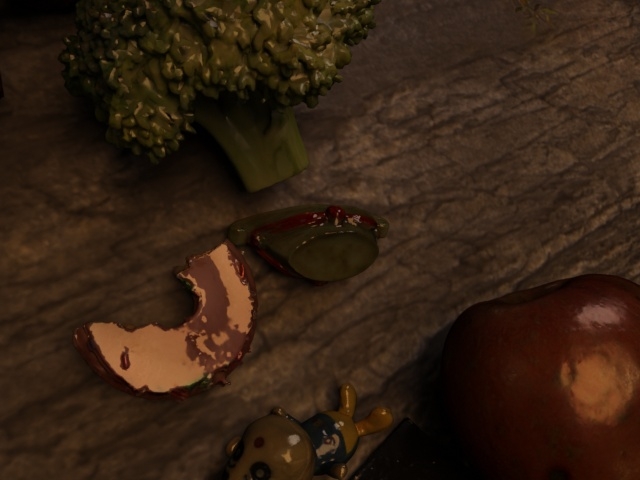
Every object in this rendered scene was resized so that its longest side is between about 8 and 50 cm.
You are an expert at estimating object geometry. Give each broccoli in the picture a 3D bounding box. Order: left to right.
[{"bbox_3d":[-0.083,-0.184,0.537,0.288,0.235,0.260,-20,81,7],"label":"broccoli"}]

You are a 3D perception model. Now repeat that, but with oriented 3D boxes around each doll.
[{"bbox_3d":[-0.020,0.188,0.530,0.179,0.102,0.089,-34,130,-31],"label":"doll"}]

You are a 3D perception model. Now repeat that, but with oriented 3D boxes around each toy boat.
[{"bbox_3d":[0.001,0.000,0.605,0.185,0.071,0.089,-2,118,-27],"label":"toy boat"}]

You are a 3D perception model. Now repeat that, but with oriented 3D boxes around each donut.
[{"bbox_3d":[-0.118,0.081,0.523,0.166,0.065,0.117,-35,90,-29],"label":"donut"}]

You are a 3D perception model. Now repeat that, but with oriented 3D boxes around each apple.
[{"bbox_3d":[0.242,0.155,0.579,0.253,0.253,0.254,8,71,-24],"label":"apple"}]

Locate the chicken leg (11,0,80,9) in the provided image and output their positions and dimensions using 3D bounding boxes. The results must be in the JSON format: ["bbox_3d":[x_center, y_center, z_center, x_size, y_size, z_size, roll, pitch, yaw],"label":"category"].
[{"bbox_3d":[-0.269,-0.235,0.505,0.087,0.107,0.251,33,43,7],"label":"chicken leg"}]

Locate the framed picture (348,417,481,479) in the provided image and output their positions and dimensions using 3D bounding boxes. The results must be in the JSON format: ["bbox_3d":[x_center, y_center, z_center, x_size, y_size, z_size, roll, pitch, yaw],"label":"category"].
[{"bbox_3d":[0.125,0.336,0.498,0.323,0.013,0.244,37,57,25],"label":"framed picture"}]

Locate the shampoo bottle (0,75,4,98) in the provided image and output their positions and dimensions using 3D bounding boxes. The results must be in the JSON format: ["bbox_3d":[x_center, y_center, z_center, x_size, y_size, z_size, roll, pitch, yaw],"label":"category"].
[{"bbox_3d":[-0.381,-0.137,0.458,0.236,0.067,0.068,-11,100,-30],"label":"shampoo bottle"}]
